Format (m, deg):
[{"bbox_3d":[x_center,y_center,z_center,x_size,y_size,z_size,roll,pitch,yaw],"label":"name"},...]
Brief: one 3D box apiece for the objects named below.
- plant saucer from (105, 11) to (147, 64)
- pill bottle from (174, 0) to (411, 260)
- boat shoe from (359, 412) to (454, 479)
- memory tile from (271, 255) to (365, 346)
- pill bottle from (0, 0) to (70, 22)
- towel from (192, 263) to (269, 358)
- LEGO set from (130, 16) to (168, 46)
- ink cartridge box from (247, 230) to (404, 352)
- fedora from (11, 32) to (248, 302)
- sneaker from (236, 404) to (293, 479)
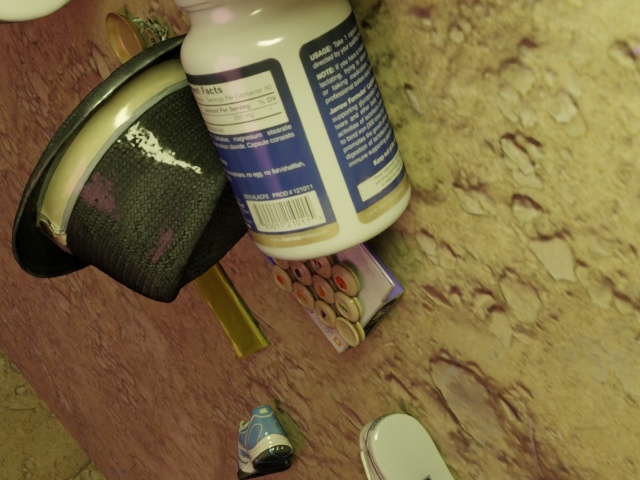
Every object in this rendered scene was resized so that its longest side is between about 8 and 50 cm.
[{"bbox_3d":[-0.235,-0.243,1.285,0.083,0.015,0.083,40,149,30],"label":"plant saucer"},{"bbox_3d":[-0.029,-0.129,0.900,0.153,0.153,0.264,15,131,54],"label":"pill bottle"},{"bbox_3d":[0.122,0.326,1.207,0.267,0.096,0.088,58,158,1],"label":"boat shoe"},{"bbox_3d":[-0.008,0.041,1.108,0.148,0.012,0.113,36,147,36],"label":"memory tile"},{"bbox_3d":[-0.430,-0.363,1.277,0.361,0.204,0.204,14,130,54],"label":"pill bottle"},{"bbox_3d":[-0.157,0.059,1.476,0.237,0.021,0.102,57,155,0],"label":"towel"},{"bbox_3d":[-0.181,-0.231,1.206,0.083,0.023,0.054,50,158,-15],"label":"LEGO set"},{"bbox_3d":[0.000,0.000,1.112,0.206,0.045,0.208,52,154,11],"label":"ink cartridge box"},{"bbox_3d":[-0.154,-0.046,1.064,0.152,0.334,0.334,42,151,9],"label":"fedora"},{"bbox_3d":[-0.087,0.311,1.592,0.211,0.080,0.081,120,136,-60],"label":"sneaker"}]
